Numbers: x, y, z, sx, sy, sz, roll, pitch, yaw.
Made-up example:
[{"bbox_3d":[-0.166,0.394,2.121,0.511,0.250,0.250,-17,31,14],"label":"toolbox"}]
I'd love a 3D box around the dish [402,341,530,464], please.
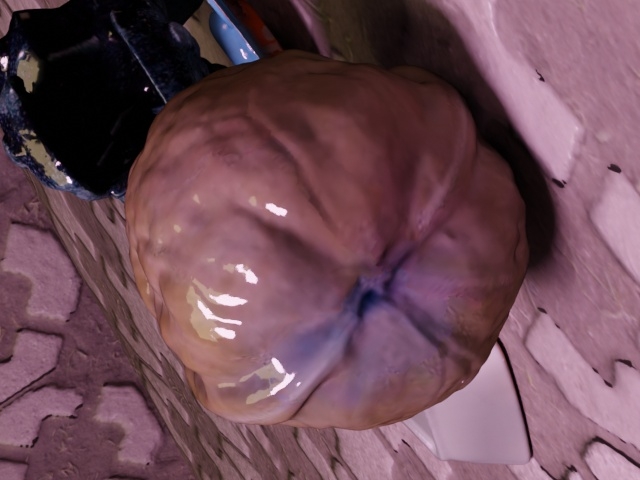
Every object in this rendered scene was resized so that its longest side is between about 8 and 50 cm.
[{"bbox_3d":[0.063,0.083,1.407,0.234,0.064,0.154,44,162,43],"label":"dish"}]

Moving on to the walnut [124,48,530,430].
[{"bbox_3d":[0.001,-0.002,1.101,0.248,0.248,0.248,51,165,20],"label":"walnut"}]

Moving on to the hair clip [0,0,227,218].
[{"bbox_3d":[-0.135,-0.092,1.359,0.206,0.194,0.310,61,-173,27],"label":"hair clip"}]

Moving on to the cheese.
[{"bbox_3d":[-0.058,-0.150,1.259,0.106,0.037,0.256,54,-178,40],"label":"cheese"}]
